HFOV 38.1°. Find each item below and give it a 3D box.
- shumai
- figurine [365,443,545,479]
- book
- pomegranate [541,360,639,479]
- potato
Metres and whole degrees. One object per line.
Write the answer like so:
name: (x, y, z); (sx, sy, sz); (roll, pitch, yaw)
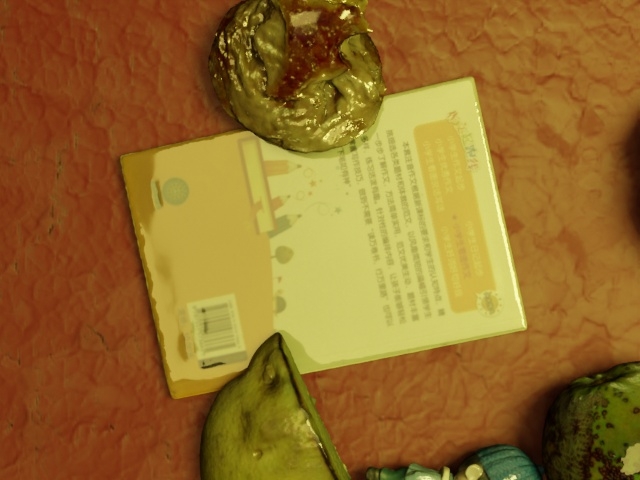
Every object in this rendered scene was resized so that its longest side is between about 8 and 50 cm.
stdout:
shumai: (-0.024, -0.143, 0.712); (0.139, 0.105, 0.123); (34, 79, 34)
figurine: (0.105, 0.194, 0.724); (0.136, 0.077, 0.079); (7, 56, 20)
book: (0.000, 0.000, 0.750); (0.296, 0.020, 0.207); (-12, 89, 5)
pomegranate: (0.235, 0.163, 0.692); (0.138, 0.163, 0.125); (-27, 48, -10)
potato: (-0.053, 0.166, 0.715); (0.120, 0.081, 0.149); (-24, 98, 3)
